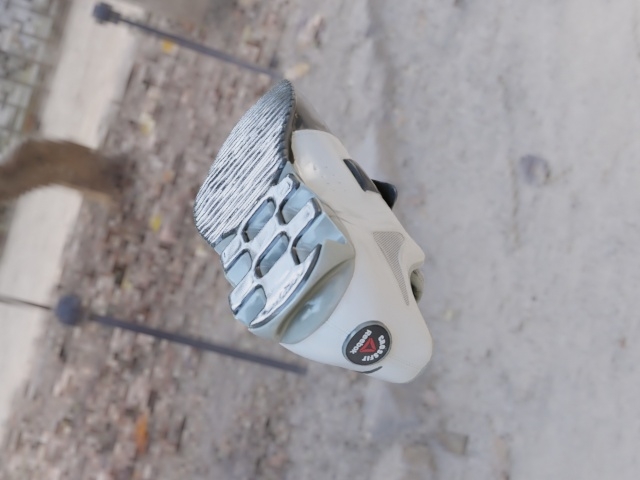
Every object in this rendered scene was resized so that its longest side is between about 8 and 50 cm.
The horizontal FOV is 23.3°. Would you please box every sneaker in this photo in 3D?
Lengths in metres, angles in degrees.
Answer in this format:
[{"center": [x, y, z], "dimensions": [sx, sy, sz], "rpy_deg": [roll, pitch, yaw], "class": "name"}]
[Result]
[{"center": [0.000, 0.000, 1.137], "dimensions": [0.122, 0.146, 0.330], "rpy_deg": [-48, 27, 19], "class": "sneaker"}]
